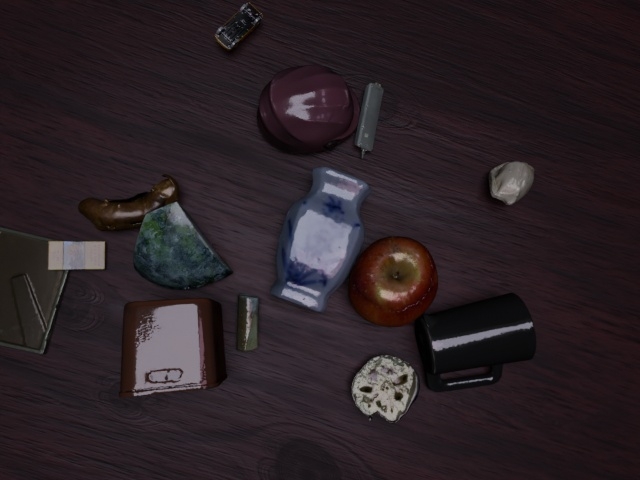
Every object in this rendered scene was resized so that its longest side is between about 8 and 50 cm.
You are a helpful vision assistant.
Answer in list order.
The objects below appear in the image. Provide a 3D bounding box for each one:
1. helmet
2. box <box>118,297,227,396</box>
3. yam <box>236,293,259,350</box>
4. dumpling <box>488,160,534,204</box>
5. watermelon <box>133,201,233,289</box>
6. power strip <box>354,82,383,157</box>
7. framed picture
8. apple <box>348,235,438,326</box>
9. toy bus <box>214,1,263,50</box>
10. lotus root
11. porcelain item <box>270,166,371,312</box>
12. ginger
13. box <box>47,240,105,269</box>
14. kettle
[{"bbox_3d":[-0.031,-0.416,1.625,0.339,0.197,0.270,-12,83,-5],"label":"helmet"},{"bbox_3d":[-0.386,0.280,1.448,0.240,0.339,0.229,-2,82,-5],"label":"box"},{"bbox_3d":[-0.219,0.245,1.600,0.068,0.068,0.169,1,84,-5],"label":"yam"},{"bbox_3d":[0.604,-0.190,1.702,0.136,0.118,0.199,28,54,12],"label":"dumpling"},{"bbox_3d":[-0.428,0.024,1.590,0.290,0.213,0.320,-29,129,22],"label":"watermelon"},{"bbox_3d":[0.155,-0.382,1.708,0.060,0.027,0.252,16,82,-30],"label":"power strip"},{"bbox_3d":[-0.886,0.145,1.572,0.247,0.022,0.334,13,83,-4],"label":"framed picture"},{"bbox_3d":[0.215,0.124,1.569,0.252,0.206,0.271,18,67,9],"label":"apple"},{"bbox_3d":[-0.260,-0.669,1.688,0.069,0.074,0.162,43,80,-7],"label":"toy bus"},{"bbox_3d":[0.195,0.448,1.615,0.203,0.078,0.183,-43,77,-12],"label":"lotus root"},{"bbox_3d":[0.000,0.000,1.591,0.243,0.178,0.405,21,85,-4],"label":"porcelain item"},{"bbox_3d":[-0.563,-0.097,1.588,0.309,0.107,0.133,-18,99,-3],"label":"ginger"},{"bbox_3d":[-0.721,0.044,1.582,0.155,0.023,0.086,0,89,-17],"label":"box"},{"bbox_3d":[0.455,0.305,1.618,0.308,0.262,0.203,-12,51,-4],"label":"kettle"}]
